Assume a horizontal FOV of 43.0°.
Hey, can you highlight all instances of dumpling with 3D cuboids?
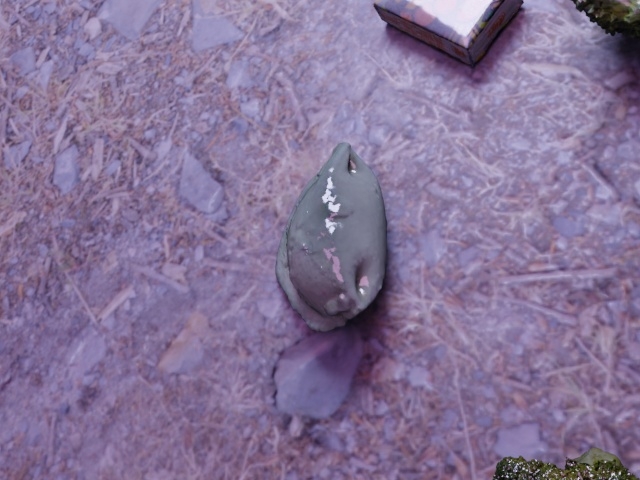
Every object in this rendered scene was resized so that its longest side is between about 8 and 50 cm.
[{"bbox_3d":[0.000,-0.004,0.914,0.149,0.105,0.216,-5,69,19],"label":"dumpling"}]

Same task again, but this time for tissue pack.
[{"bbox_3d":[0.155,-0.290,0.991,0.148,0.060,0.108,35,86,29],"label":"tissue pack"}]

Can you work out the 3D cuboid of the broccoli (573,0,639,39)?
[{"bbox_3d":[0.380,-0.295,0.848,0.226,0.176,0.197,-16,69,30],"label":"broccoli"}]

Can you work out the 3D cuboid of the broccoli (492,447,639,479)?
[{"bbox_3d":[0.233,0.251,0.722,0.162,0.145,0.138,6,38,41],"label":"broccoli"}]
